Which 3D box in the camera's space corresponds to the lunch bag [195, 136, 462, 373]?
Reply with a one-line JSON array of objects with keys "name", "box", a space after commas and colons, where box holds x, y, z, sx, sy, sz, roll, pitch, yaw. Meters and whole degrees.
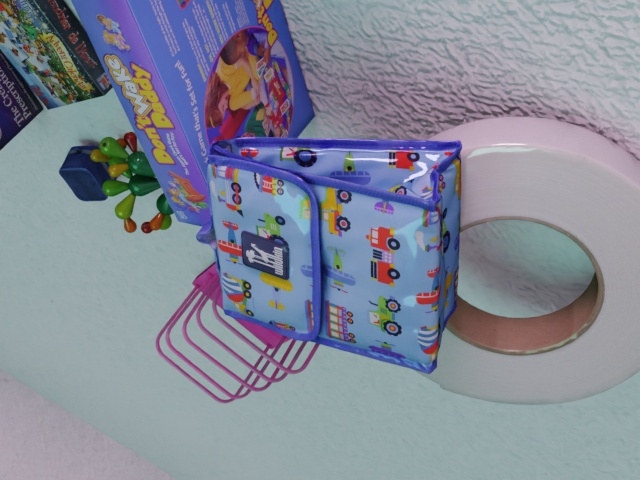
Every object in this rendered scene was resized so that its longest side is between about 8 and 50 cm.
[{"name": "lunch bag", "box": [0.000, 0.000, 0.961, 0.293, 0.138, 0.221, 8, 125, 18]}]

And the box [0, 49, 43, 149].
[{"name": "box", "box": [-0.597, -0.260, 1.376, 0.103, 0.184, 0.261, 7, 138, 35]}]

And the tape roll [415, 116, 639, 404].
[{"name": "tape roll", "box": [0.233, 0.039, 1.038, 0.392, 0.072, 0.392, 8, 126, 11]}]

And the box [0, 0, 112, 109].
[{"name": "box", "box": [-0.428, -0.312, 1.295, 0.159, 0.044, 0.233, -3, 132, 42]}]

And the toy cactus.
[{"name": "toy cactus", "box": [-0.267, -0.096, 1.401, 0.181, 0.112, 0.219, -5, 130, 18]}]

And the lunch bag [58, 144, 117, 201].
[{"name": "lunch bag", "box": [-0.400, -0.122, 1.485, 0.067, 0.065, 0.098, 1, 142, 19]}]

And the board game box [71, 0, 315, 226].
[{"name": "board game box", "box": [-0.133, -0.217, 0.997, 0.078, 0.233, 0.347, 11, 139, 29]}]

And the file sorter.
[{"name": "file sorter", "box": [-0.133, 0.147, 1.487, 0.202, 0.182, 0.291, 41, 145, -10]}]
